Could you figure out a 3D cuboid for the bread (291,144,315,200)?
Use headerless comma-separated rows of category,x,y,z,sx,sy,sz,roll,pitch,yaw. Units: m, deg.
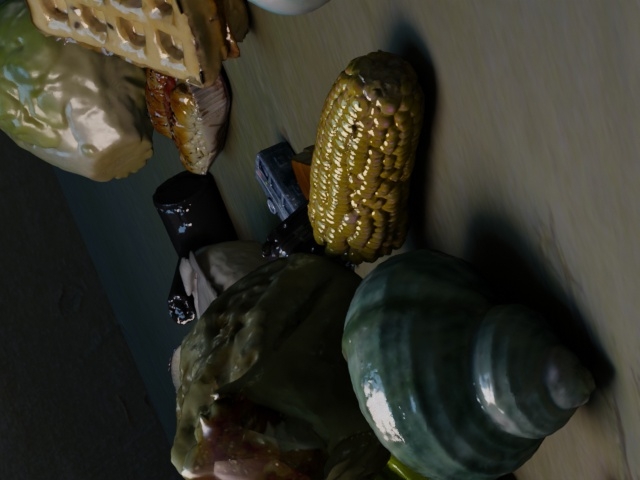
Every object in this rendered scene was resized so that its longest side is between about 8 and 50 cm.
bread,-0.002,-0.070,1.691,0.062,0.043,0.109,54,165,27

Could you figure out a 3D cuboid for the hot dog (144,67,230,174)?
hot dog,-0.169,-0.172,2.061,0.144,0.075,0.268,56,168,16

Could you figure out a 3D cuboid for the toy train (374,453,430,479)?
toy train,0.073,0.365,1.756,0.179,0.272,0.442,40,157,26

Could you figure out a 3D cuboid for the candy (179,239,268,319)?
candy,-0.050,0.169,2.022,0.427,0.186,0.386,-130,28,-54

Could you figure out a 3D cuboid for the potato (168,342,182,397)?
potato,-0.119,0.182,2.460,0.117,0.182,0.202,-57,-39,-55

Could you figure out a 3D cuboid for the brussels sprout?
brussels sprout,-0.372,-0.225,2.358,0.316,0.242,0.274,43,163,46

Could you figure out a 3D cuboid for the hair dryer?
hair dryer,-0.174,0.041,2.271,0.251,0.089,0.197,-75,-33,-62

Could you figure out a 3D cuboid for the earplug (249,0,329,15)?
earplug,-0.092,-0.316,1.312,0.324,0.185,0.185,57,166,8

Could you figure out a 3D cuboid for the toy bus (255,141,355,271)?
toy bus,-0.018,-0.031,1.824,0.166,0.047,0.065,57,161,27

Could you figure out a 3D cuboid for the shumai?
shumai,-0.011,0.139,1.488,0.225,0.261,0.222,31,165,-13

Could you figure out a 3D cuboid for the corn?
corn,0.042,-0.068,1.436,0.101,0.101,0.292,58,163,20

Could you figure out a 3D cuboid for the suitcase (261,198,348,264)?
suitcase,0.000,0.000,1.651,0.059,0.126,0.086,41,159,20

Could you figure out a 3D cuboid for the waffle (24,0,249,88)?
waffle,-0.216,-0.340,1.656,0.261,0.114,0.376,24,146,27

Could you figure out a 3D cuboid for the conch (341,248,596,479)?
conch,0.113,0.106,1.361,0.220,0.195,0.277,35,158,-33
